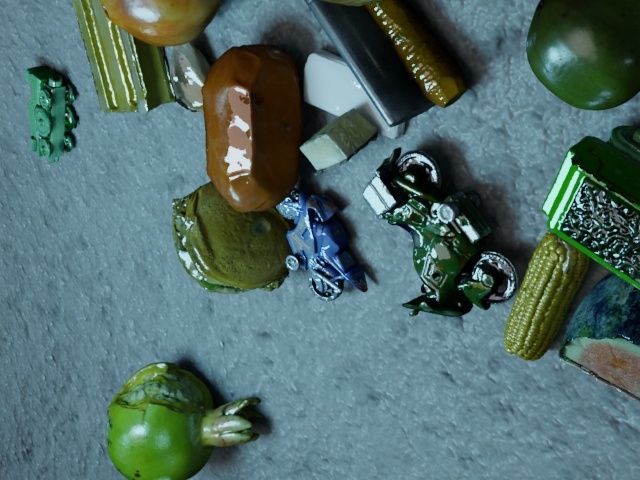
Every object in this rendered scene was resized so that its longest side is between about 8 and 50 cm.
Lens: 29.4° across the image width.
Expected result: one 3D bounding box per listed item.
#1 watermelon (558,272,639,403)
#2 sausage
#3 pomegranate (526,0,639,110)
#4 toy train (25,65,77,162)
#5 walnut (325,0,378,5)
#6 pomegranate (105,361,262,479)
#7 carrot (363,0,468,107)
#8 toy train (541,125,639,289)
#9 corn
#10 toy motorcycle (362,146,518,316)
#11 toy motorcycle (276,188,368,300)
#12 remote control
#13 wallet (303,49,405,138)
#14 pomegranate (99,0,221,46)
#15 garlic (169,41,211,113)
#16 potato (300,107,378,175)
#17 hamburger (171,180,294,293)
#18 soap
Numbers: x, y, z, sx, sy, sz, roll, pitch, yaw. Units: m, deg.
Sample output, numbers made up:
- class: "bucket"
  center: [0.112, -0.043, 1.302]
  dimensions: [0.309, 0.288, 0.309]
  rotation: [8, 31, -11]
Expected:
- class: "watermelon"
  center: [0.441, 0.155, 1.589]
  dimensions: [0.318, 0.148, 0.226]
  rotation: [-12, 109, 47]
- class: "sausage"
  center: [-0.104, -0.172, 1.905]
  dimensions: [0.141, 0.153, 0.268]
  rotation: [21, 115, 51]
- class: "pomegranate"
  center: [0.360, -0.231, 1.456]
  dimensions: [0.225, 0.187, 0.187]
  rotation: [30, 133, -3]
- class: "toy train"
  center: [-0.521, -0.239, 2.329]
  dimensions: [0.105, 0.071, 0.178]
  rotation: [35, 129, 36]
- class: "walnut"
  center: [0.041, -0.466, 1.547]
  dimensions: [0.333, 0.333, 0.332]
  rotation: [20, 123, 35]
- class: "pomegranate"
  center: [-0.257, 0.350, 2.286]
  dimensions: [0.302, 0.236, 0.236]
  rotation: [0, 113, 14]
- class: "carrot"
  center: [0.097, -0.321, 1.716]
  dimensions: [0.314, 0.066, 0.066]
  rotation: [54, 136, 9]
- class: "toy train"
  center: [0.395, -0.037, 1.493]
  dimensions: [0.243, 0.188, 0.132]
  rotation: [37, 129, 24]
- class: "corn"
  center: [0.315, 0.075, 1.701]
  dimensions: [0.080, 0.080, 0.238]
  rotation: [38, 134, 23]
- class: "toy motorcycle"
  center: [0.159, 0.002, 1.786]
  dimensions: [0.187, 0.125, 0.274]
  rotation: [-41, 79, 36]
- class: "toy motorcycle"
  center: [0.000, 0.000, 1.966]
  dimensions: [0.114, 0.076, 0.205]
  rotation: [-18, 98, 39]
- class: "remote control"
  center: [0.030, -0.334, 1.742]
  dimensions: [0.044, 0.107, 0.377]
  rotation: [-39, 83, 43]
- class: "wallet"
  center: [0.050, -0.223, 1.833]
  dimensions: [0.190, 0.033, 0.095]
  rotation: [29, 126, 30]
- class: "pomegranate"
  center: [-0.247, -0.401, 1.904]
  dimensions: [0.209, 0.209, 0.209]
  rotation: [20, 123, 35]
- class: "garlic"
  center: [-0.212, -0.277, 2.034]
  dimensions: [0.084, 0.066, 0.152]
  rotation: [-27, 95, 19]
- class: "potato"
  center: [0.023, -0.147, 1.837]
  dimensions: [0.061, 0.086, 0.122]
  rotation: [53, 157, -8]
- class: "hamburger"
  center: [-0.146, 0.000, 2.020]
  dimensions: [0.215, 0.189, 0.122]
  rotation: [59, 146, 4]
- class: "soap"
  center: [-0.342, -0.336, 2.110]
  dimensions: [0.135, 0.076, 0.233]
  rotation: [5, 114, 41]
